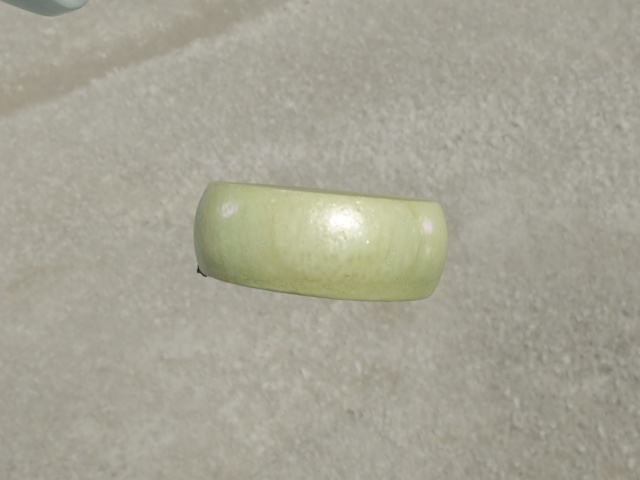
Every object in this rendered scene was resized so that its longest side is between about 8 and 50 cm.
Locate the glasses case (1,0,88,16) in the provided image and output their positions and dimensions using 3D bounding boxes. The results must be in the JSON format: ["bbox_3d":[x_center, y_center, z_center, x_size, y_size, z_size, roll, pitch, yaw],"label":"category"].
[{"bbox_3d":[-0.178,-0.165,0.508,0.045,0.178,0.067,-11,74,30],"label":"glasses case"}]

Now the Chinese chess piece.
[{"bbox_3d":[0.000,0.000,0.592,0.144,0.058,0.144,5,4,0],"label":"Chinese chess piece"}]
